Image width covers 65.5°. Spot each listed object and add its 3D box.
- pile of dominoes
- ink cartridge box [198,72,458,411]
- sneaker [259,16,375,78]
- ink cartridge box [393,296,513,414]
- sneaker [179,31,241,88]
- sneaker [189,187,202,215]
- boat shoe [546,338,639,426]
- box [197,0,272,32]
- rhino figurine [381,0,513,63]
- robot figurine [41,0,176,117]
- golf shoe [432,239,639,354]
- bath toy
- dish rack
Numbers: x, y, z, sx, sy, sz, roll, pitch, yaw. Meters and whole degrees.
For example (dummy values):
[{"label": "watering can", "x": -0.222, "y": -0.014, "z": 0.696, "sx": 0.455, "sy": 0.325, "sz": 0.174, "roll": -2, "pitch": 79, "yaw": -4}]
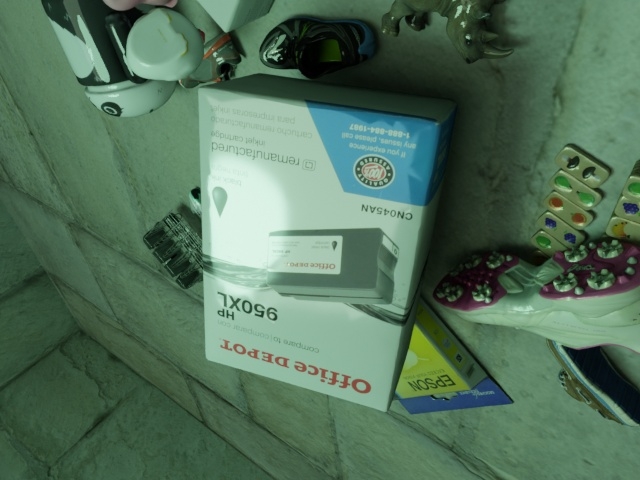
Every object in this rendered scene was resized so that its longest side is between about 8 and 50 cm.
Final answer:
[{"label": "pile of dominoes", "x": 0.349, "y": 0.022, "z": 0.594, "sx": 0.196, "sy": 0.040, "sz": 0.251, "roll": 25, "pitch": 139, "yaw": 28}, {"label": "ink cartridge box", "x": 0.000, "y": 0.000, "z": 0.677, "sx": 0.285, "sy": 0.166, "sz": 0.395, "roll": 12, "pitch": 117, "yaw": 15}, {"label": "sneaker", "x": -0.019, "y": -0.259, "z": 0.671, "sx": 0.188, "sy": 0.078, "sz": 0.067, "roll": 15, "pitch": 134, "yaw": 38}, {"label": "ink cartridge box", "x": 0.159, "y": 0.242, "z": 0.985, "sx": 0.307, "sy": 0.072, "sz": 0.303, "roll": 51, "pitch": 144, "yaw": -2}, {"label": "sneaker", "x": -0.187, "y": -0.285, "z": 0.842, "sx": 0.065, "sy": 0.061, "sz": 0.158, "roll": 51, "pitch": 146, "yaw": -16}, {"label": "sneaker", "x": -0.273, "y": -0.070, "z": 1.163, "sx": 0.098, "sy": 0.038, "sz": 0.069, "roll": 54, "pitch": 147, "yaw": 7}, {"label": "boat shoe", "x": 0.379, "y": 0.198, "z": 0.712, "sx": 0.183, "sy": 0.066, "sz": 0.066, "roll": 48, "pitch": 146, "yaw": -2}, {"label": "box", "x": -0.116, "y": -0.361, "z": 0.666, "sx": 0.102, "sy": 0.087, "sz": 0.101, "roll": 48, "pitch": 145, "yaw": -1}, {"label": "rhino figurine", "x": 0.107, "y": -0.273, "z": 0.532, "sx": 0.243, "sy": 0.073, "sz": 0.106, "roll": 41, "pitch": 148, "yaw": 6}, {"label": "robot figurine", "x": -0.358, "y": -0.351, "z": 0.852, "sx": 0.173, "sy": 0.209, "sz": 0.278, "roll": -5, "pitch": 126, "yaw": 11}, {"label": "golf shoe", "x": 0.279, "y": 0.088, "z": 0.649, "sx": 0.140, "sy": 0.115, "sz": 0.306, "roll": 51, "pitch": 154, "yaw": -17}, {"label": "bath toy", "x": -0.263, "y": -0.393, "z": 0.712, "sx": 0.129, "sy": 0.151, "sz": 0.348, "roll": -101, "pitch": -14, "yaw": -84}, {"label": "dish rack", "x": -0.361, "y": 0.022, "z": 1.316, "sx": 0.208, "sy": 0.074, "sz": 0.271, "roll": 52, "pitch": 143, "yaw": -9}]
